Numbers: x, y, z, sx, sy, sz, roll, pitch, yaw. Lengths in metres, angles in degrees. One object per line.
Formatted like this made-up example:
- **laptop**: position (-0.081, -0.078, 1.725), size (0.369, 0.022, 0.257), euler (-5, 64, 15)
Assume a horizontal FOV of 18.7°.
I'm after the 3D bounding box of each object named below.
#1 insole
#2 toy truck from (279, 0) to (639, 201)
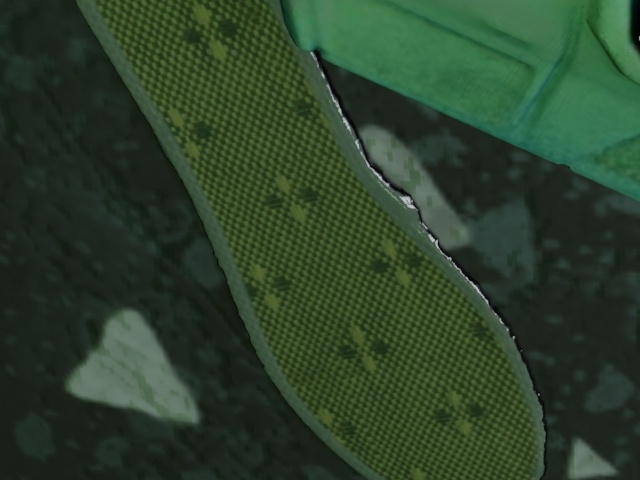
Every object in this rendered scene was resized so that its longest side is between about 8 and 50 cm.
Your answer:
- **insole**: position (0.000, 0.000, 0.756), size (0.109, 0.007, 0.322), euler (-15, 122, 25)
- **toy truck**: position (0.066, -0.120, 0.551), size (0.279, 0.155, 0.156), euler (23, 138, -3)
